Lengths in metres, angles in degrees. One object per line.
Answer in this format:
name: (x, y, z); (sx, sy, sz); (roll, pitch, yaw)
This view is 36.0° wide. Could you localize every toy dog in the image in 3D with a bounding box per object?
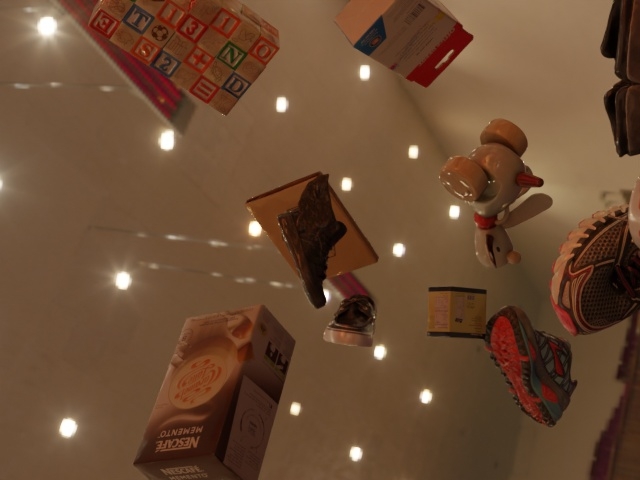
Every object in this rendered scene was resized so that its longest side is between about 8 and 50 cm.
toy dog: (0.339, -0.063, 1.763); (0.220, 0.161, 0.334); (-57, -35, -4)

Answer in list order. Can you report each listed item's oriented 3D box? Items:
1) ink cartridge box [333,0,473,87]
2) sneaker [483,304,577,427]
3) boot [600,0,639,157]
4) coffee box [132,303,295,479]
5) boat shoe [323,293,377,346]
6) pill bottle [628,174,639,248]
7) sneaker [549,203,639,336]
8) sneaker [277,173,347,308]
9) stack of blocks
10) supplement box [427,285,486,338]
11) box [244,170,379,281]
ink cartridge box: (0.148, -0.363, 1.694); (0.134, 0.078, 0.231); (-45, -34, 20)
sneaker: (0.371, 0.195, 1.708); (0.125, 0.104, 0.261); (-43, -55, -22)
boot: (0.374, -0.224, 0.876); (0.118, 0.223, 0.338); (-60, -26, -67)
coffee box: (-0.141, 0.221, 1.364); (0.098, 0.141, 0.246); (53, -143, -36)
boat shoe: (0.057, 0.123, 1.597); (0.228, 0.080, 0.076); (-7, -76, -78)
pill bottle: (0.407, -0.018, 0.950); (0.108, 0.193, 0.108); (-12, -70, -35)
sneaker: (0.384, 0.000, 1.093); (0.299, 0.112, 0.121); (-37, -69, -6)
sneaker: (0.000, 0.001, 1.334); (0.051, 0.089, 0.170); (89, 160, -73)
stack of blocks: (-0.241, -0.381, 1.772); (0.297, 0.171, 0.087); (31, -153, -22)
supplement box: (0.226, 0.120, 1.635); (0.083, 0.056, 0.083); (7, -97, -34)
box: (-0.015, -0.017, 1.749); (0.201, 0.164, 0.021); (55, -146, -25)
